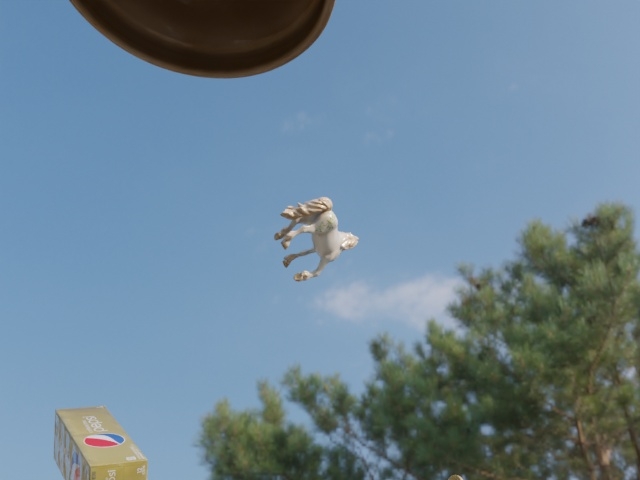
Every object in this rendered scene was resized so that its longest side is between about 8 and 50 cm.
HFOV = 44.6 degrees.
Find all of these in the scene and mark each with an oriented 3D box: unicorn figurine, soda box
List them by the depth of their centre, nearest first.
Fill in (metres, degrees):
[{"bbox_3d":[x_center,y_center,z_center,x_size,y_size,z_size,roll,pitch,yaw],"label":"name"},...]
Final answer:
[{"bbox_3d":[-0.235,0.230,0.820,0.058,0.061,0.181,1,6,-30],"label":"soda box"},{"bbox_3d":[0.000,0.000,1.017,0.111,0.060,0.162,-30,-23,-14],"label":"unicorn figurine"}]

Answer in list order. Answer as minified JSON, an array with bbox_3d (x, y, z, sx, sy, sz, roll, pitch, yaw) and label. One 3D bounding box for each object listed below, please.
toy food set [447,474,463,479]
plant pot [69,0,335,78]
[{"bbox_3d":[0.245,0.479,1.424,0.020,0.083,0.082,12,-62,-35],"label":"toy food set"},{"bbox_3d":[-0.098,-0.257,0.648,0.237,0.110,0.237,5,-33,4],"label":"plant pot"}]
